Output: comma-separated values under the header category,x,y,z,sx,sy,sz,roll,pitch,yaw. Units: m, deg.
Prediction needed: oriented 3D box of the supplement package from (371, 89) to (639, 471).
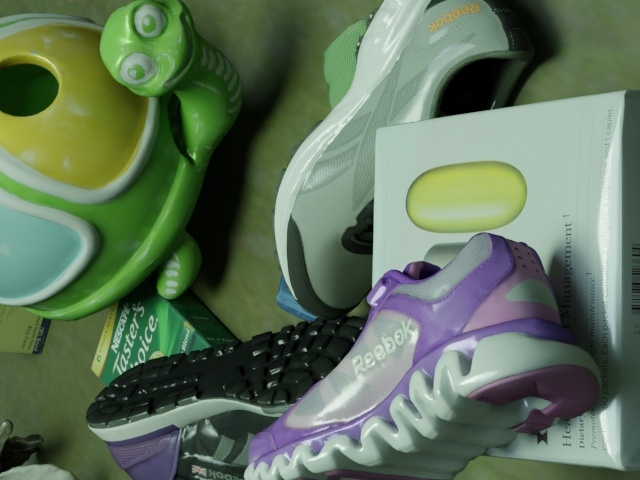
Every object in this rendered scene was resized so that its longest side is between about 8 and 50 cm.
category,x,y,z,sx,sy,sz,roll,pitch,yaw
supplement package,0.146,0.026,0.969,0.203,0.149,0.194,-5,83,53

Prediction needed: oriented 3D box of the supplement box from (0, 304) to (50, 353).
category,x,y,z,sx,sy,sz,roll,pitch,yaw
supplement box,-0.304,0.058,1.638,0.056,0.083,0.083,41,118,48

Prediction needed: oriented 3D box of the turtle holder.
category,x,y,z,sx,sy,sz,roll,pitch,yaw
turtle holder,-0.209,-0.065,1.366,0.320,0.227,0.243,7,78,49

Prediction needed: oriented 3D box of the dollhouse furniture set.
category,x,y,z,sx,sy,sz,roll,pitch,yaw
dollhouse furniture set,0.031,-0.141,1.226,0.151,0.058,0.076,-41,54,43

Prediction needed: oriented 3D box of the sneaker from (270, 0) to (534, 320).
category,x,y,z,sx,sy,sz,roll,pitch,yaw
sneaker,0.053,-0.053,1.155,0.108,0.100,0.271,49,124,39

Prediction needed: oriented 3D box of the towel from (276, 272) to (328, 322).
category,x,y,z,sx,sy,sz,roll,pitch,yaw
towel,0.000,0.000,1.275,0.067,0.029,0.119,22,103,52

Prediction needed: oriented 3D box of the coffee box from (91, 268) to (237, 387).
category,x,y,z,sx,sy,sz,roll,pitch,yaw
coffee box,-0.124,0.105,1.421,0.184,0.040,0.113,42,119,48

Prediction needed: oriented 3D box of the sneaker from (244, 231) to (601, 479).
category,x,y,z,sx,sy,sz,roll,pitch,yaw
sneaker,0.046,0.070,0.906,0.236,0.095,0.104,-34,55,42

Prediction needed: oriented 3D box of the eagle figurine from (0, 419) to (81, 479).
category,x,y,z,sx,sy,sz,roll,pitch,yaw
eagle figurine,-0.339,0.312,1.554,0.225,0.226,0.298,91,-169,-73

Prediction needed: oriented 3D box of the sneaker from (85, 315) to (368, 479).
category,x,y,z,sx,sy,sz,roll,pitch,yaw
sneaker,-0.032,0.140,1.265,0.283,0.107,0.124,-12,117,37
